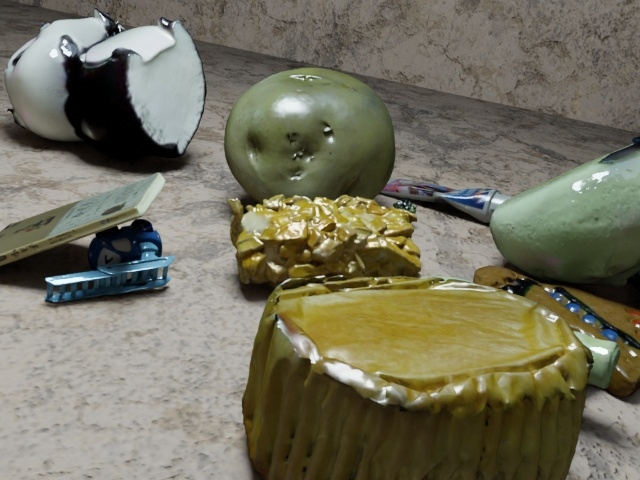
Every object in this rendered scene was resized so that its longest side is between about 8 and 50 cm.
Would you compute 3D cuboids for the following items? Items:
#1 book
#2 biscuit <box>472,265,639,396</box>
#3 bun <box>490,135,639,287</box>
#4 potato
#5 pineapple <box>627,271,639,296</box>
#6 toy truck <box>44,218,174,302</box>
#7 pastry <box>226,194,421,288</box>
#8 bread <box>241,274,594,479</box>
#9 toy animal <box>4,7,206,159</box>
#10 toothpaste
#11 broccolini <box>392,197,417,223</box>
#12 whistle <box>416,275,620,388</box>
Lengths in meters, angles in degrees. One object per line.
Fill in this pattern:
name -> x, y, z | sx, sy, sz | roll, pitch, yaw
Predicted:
book -> -0.275, -0.021, 0.777 | 0.199, 0.016, 0.138 | -18, 20, 5
biscuit -> 0.306, 0.101, 0.830 | 0.302, 0.043, 0.278 | 7, 21, -9
bun -> 0.382, -0.019, 0.964 | 0.283, 0.179, 0.283 | -25, -3, -1
potato -> -0.006, -0.150, 1.077 | 0.243, 0.220, 0.326 | 7, 16, 17
pineapple -> 0.477, 0.050, 1.021 | 0.074, 0.074, 0.159 | 10, 13, -1
toy truck -> -0.231, 0.024, 0.758 | 0.136, 0.063, 0.074 | -9, 43, -31
pastry -> 0.000, 0.000, 0.856 | 0.250, 0.102, 0.154 | 7, 32, -18
bread -> 0.069, 0.116, 0.549 | 0.254, 0.142, 0.227 | 0, 25, -20
toy animal -> -0.375, -0.256, 1.191 | 0.310, 0.250, 0.251 | 9, 18, 28
toothpaste -> 0.222, -0.077, 1.249 | 0.266, 0.061, 0.096 | 15, 21, 29
broccolini -> 0.085, -0.019, 1.057 | 0.042, 0.044, 0.218 | 35, 34, 18
whistle -> 0.162, 0.090, 0.711 | 0.258, 0.067, 0.126 | 13, 33, 32
